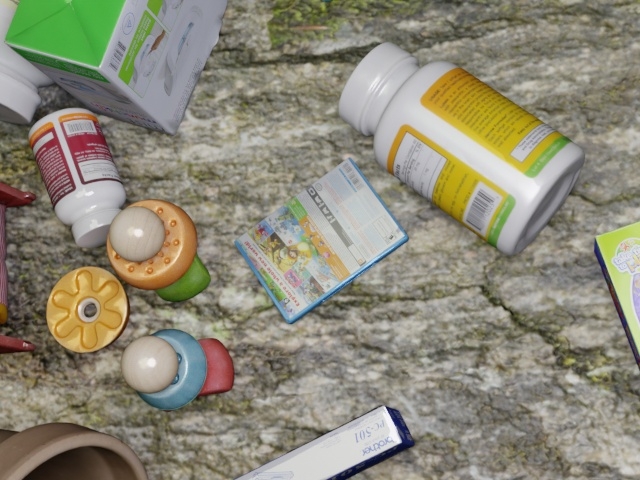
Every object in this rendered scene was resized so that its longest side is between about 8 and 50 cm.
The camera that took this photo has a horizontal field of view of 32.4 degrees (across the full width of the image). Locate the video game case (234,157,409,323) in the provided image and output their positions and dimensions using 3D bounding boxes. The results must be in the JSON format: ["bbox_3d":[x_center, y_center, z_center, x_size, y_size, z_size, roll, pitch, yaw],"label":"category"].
[{"bbox_3d":[0.000,0.000,1.251,0.166,0.015,0.119,-36,73,3],"label":"video game case"}]

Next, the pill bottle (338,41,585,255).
[{"bbox_3d":[0.144,-0.106,1.176,0.246,0.136,0.136,37,88,18],"label":"pill bottle"}]

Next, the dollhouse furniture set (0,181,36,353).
[{"bbox_3d":[-0.467,0.014,1.173,0.152,0.374,0.201,-7,78,16],"label":"dollhouse furniture set"}]

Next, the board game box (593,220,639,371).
[{"bbox_3d":[0.478,0.053,1.094,0.347,0.078,0.233,-20,74,9],"label":"board game box"}]

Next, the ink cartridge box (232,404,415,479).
[{"bbox_3d":[-0.007,0.240,1.158,0.207,0.097,0.046,-28,74,6],"label":"ink cartridge box"}]

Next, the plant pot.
[{"bbox_3d":[-0.346,0.298,1.170,0.229,0.263,0.263,14,81,35],"label":"plant pot"}]

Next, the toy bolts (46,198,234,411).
[{"bbox_3d":[-0.212,0.086,1.207,0.218,0.158,0.228,-26,74,7],"label":"toy bolts"}]

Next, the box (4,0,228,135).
[{"bbox_3d":[-0.206,-0.283,1.247,0.127,0.231,0.262,17,83,15],"label":"box"}]

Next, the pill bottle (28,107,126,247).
[{"bbox_3d":[-0.281,-0.072,1.295,0.086,0.086,0.152,-25,73,7],"label":"pill bottle"}]

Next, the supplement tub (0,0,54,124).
[{"bbox_3d":[-0.377,-0.323,1.293,0.235,0.235,0.324,18,83,16],"label":"supplement tub"}]
